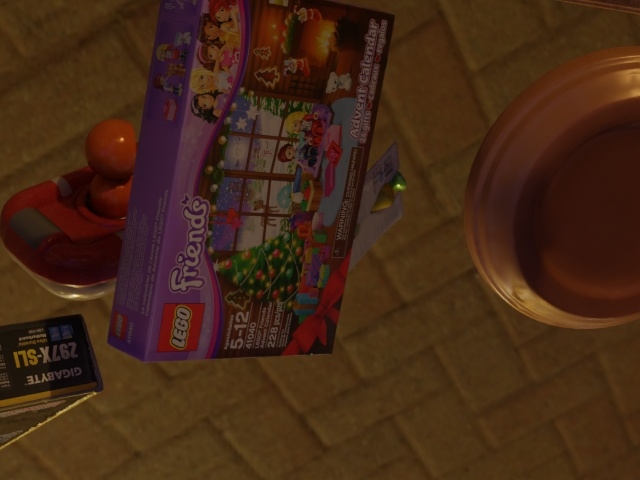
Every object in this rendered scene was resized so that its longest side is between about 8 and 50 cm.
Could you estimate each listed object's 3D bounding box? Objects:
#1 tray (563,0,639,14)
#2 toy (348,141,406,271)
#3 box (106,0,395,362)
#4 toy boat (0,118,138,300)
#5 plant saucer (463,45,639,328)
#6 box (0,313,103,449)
[{"bbox_3d":[0.199,-0.287,1.331,0.203,0.411,0.076,7,104,-12],"label":"tray"},{"bbox_3d":[0.000,0.000,1.450,0.237,0.056,0.137,-44,151,-22],"label":"toy"},{"bbox_3d":[-0.051,-0.052,1.050,0.201,0.057,0.293,2,102,-44],"label":"box"},{"bbox_3d":[-0.201,-0.052,1.315,0.231,0.151,0.151,-26,138,-37],"label":"toy boat"},{"bbox_3d":[0.193,-0.026,0.861,0.200,0.037,0.200,-6,118,-12],"label":"plant saucer"},{"bbox_3d":[-0.388,0.152,1.134,0.322,0.079,0.257,-7,167,-37],"label":"box"}]
